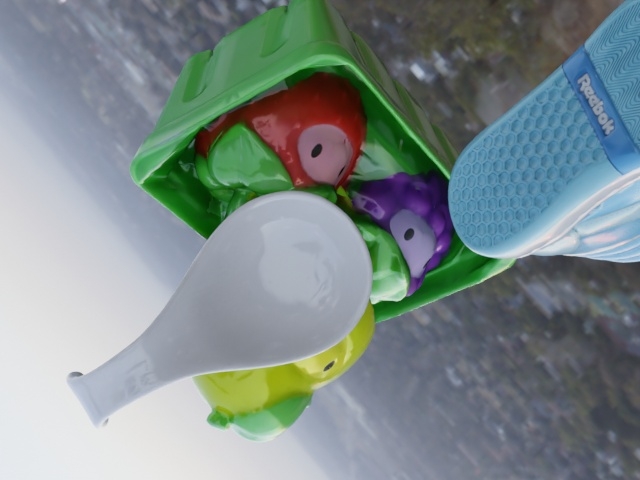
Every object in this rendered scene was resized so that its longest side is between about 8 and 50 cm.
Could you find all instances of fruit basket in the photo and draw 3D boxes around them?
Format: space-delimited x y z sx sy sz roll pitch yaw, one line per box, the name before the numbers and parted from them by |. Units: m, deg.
fruit basket | 0.000 0.000 1.036 0.392 0.283 0.392 45 -149 -37

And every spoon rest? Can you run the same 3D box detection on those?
spoon rest | -0.084 0.066 0.868 0.137 0.276 0.084 57 -179 -1

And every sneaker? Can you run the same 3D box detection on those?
sneaker | 0.269 -0.083 0.799 0.208 0.319 0.127 7 -118 -40
